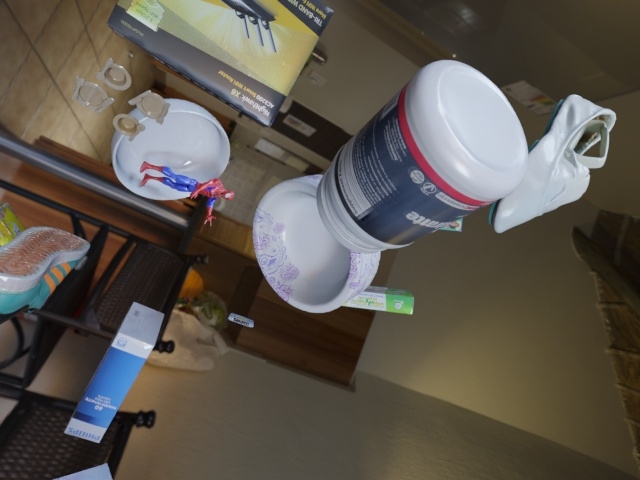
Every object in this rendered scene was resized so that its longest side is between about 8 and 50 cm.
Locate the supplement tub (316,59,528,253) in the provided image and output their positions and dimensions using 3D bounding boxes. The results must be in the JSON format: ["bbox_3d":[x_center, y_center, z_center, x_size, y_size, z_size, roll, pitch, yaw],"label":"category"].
[{"bbox_3d":[0.130,-0.101,0.588,0.272,0.191,0.191,-35,-147,54],"label":"supplement tub"}]

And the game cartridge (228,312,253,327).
[{"bbox_3d":[-0.255,0.256,1.291,0.056,0.083,0.017,170,-59,-79],"label":"game cartridge"}]

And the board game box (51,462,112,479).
[{"bbox_3d":[-0.409,0.564,0.670,0.065,0.318,0.319,-29,160,-11],"label":"board game box"}]

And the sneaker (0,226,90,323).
[{"bbox_3d":[-0.552,0.060,0.767,0.121,0.108,0.302,-59,-167,8],"label":"sneaker"}]

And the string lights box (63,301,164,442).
[{"bbox_3d":[-0.438,0.278,0.862,0.260,0.076,0.133,-58,-160,11],"label":"string lights box"}]

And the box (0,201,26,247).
[{"bbox_3d":[-0.964,0.039,1.084,0.279,0.177,0.290,-30,-156,-24],"label":"box"}]

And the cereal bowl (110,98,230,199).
[{"bbox_3d":[-0.461,-0.290,1.228,0.339,0.338,0.141,-53,-126,33],"label":"cereal bowl"}]

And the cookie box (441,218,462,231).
[{"bbox_3d":[0.357,-0.053,1.180,0.092,0.107,0.040,-20,114,-74],"label":"cookie box"}]

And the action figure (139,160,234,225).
[{"bbox_3d":[-0.408,-0.142,1.222,0.091,0.280,0.139,115,-18,-52],"label":"action figure"}]

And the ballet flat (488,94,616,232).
[{"bbox_3d":[0.472,-0.154,0.783,0.400,0.139,0.139,-47,-171,-25],"label":"ballet flat"}]

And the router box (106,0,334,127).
[{"bbox_3d":[-0.169,-0.390,0.718,0.243,0.308,0.081,-60,-158,5],"label":"router box"}]

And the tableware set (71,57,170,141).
[{"bbox_3d":[-0.407,-0.283,0.821,0.141,0.168,0.020,-28,-136,25],"label":"tableware set"}]

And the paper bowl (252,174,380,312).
[{"bbox_3d":[0.000,0.000,0.871,0.148,0.284,0.284,-22,158,-48],"label":"paper bowl"}]

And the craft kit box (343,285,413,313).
[{"bbox_3d":[0.164,0.180,1.286,0.246,0.249,0.061,-4,99,-81],"label":"craft kit box"}]
